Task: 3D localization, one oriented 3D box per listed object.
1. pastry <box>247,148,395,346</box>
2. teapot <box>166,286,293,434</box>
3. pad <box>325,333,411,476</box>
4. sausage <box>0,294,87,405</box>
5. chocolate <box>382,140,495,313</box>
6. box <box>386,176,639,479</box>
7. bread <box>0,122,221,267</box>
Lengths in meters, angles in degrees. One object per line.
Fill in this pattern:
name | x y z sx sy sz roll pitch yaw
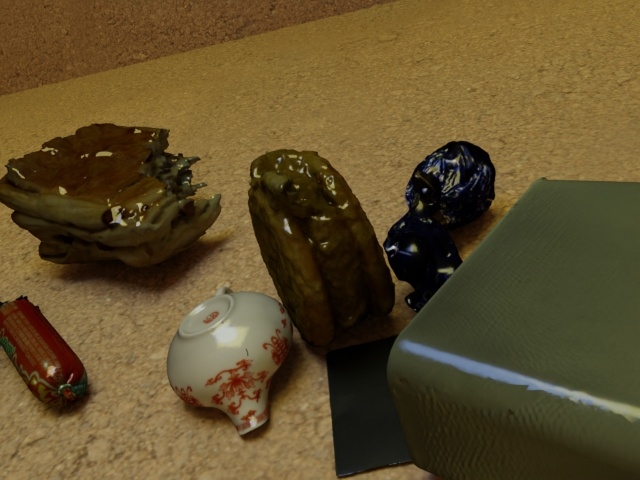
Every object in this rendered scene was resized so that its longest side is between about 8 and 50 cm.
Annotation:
pastry | 0.000 0.000 0.781 0.132 0.235 0.240 -21 18 -14
teapot | -0.110 0.120 0.775 0.159 0.116 0.245 -36 20 15
pad | 0.066 0.166 0.690 0.116 0.004 0.193 -14 29 4
sausage | -0.380 0.153 0.872 0.083 0.083 0.264 -33 33 -27
chocolate | 0.143 -0.015 0.828 0.126 0.148 0.343 -9 27 28
box | 0.292 0.089 0.530 0.344 0.177 0.352 11 40 40
bread | -0.342 -0.067 1.132 0.370 0.191 0.314 13 33 24
